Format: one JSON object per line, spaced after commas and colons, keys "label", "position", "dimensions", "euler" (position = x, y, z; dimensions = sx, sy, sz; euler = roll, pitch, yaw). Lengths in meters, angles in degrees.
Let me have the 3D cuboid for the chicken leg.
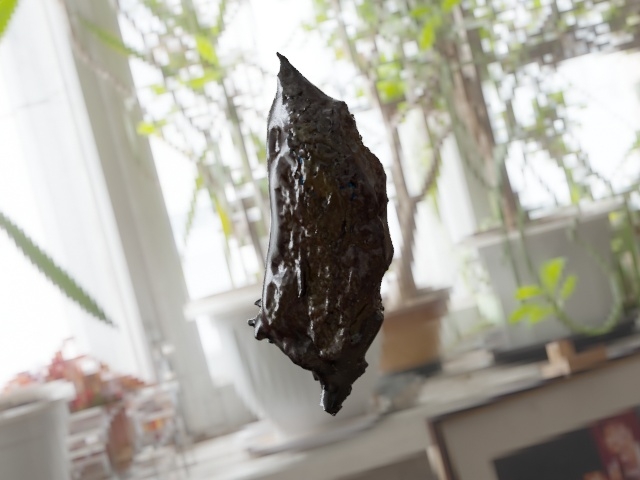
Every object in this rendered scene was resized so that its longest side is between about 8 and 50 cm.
{"label": "chicken leg", "position": [0.000, 0.000, 1.072], "dimensions": [0.105, 0.234, 0.063], "euler": [13, 21, 27]}
